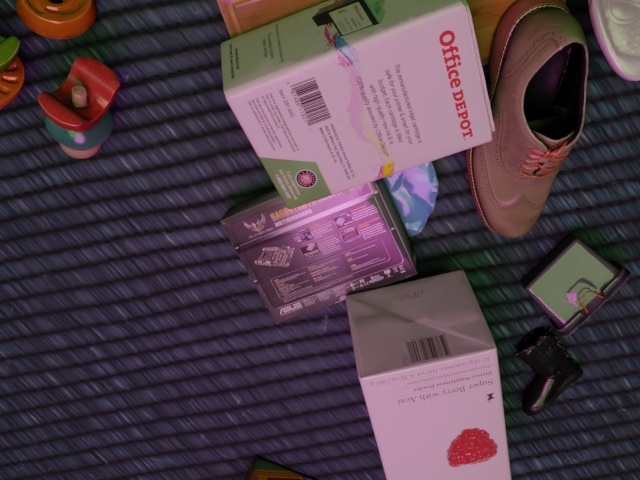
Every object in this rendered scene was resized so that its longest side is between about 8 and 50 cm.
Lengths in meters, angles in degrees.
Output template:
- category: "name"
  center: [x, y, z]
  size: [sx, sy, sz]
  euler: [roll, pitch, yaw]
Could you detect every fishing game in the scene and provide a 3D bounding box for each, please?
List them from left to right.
- category: "fishing game"
  center: [0.075, -0.075, 0.999]
  size: [0.189, 0.041, 0.264]
  euler: [3, 112, 8]

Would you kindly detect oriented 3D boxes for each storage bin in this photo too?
- category: "storage bin"
  center: [0.366, 0.061, 1.012]
  size: [0.091, 0.098, 0.135]
  euler: [42, 103, 0]

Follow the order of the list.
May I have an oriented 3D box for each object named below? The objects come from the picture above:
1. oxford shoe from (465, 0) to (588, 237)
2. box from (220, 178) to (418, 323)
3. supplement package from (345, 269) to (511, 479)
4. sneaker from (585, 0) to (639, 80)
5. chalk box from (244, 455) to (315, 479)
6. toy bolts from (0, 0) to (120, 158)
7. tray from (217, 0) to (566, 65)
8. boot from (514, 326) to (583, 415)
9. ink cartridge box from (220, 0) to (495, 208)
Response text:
- category: "oxford shoe"
  center: [0.267, -0.126, 0.895]
  size: [0.123, 0.130, 0.348]
  euler: [-8, 129, -2]
- category: "box"
  center: [0.000, 0.000, 0.990]
  size: [0.231, 0.056, 0.183]
  euler: [-22, 108, 16]
- category: "supplement package"
  center: [0.156, 0.222, 0.978]
  size: [0.177, 0.175, 0.293]
  euler: [-14, 122, 3]
- category: "sneaker"
  center: [0.351, -0.332, 0.849]
  size: [0.104, 0.147, 0.296]
  euler: [-12, 89, 3]
- category: "chalk box"
  center: [-0.016, 0.513, 1.103]
  size: [0.289, 0.180, 0.179]
  euler: [23, 106, -7]
- category: "toy bolts"
  center: [-0.364, -0.221, 0.936]
  size: [0.228, 0.158, 0.218]
  euler: [41, 63, -1]
- category: "tray"
  center: [0.095, -0.290, 0.865]
  size: [0.410, 0.076, 0.203]
  euler: [-14, 138, 5]
- category: "boot"
  center: [0.339, 0.202, 1.074]
  size: [0.121, 0.045, 0.099]
  euler: [-42, 104, 5]
- category: "ink cartridge box"
  center: [0.048, -0.180, 0.834]
  size: [0.278, 0.117, 0.201]
  euler: [-18, 137, 9]
